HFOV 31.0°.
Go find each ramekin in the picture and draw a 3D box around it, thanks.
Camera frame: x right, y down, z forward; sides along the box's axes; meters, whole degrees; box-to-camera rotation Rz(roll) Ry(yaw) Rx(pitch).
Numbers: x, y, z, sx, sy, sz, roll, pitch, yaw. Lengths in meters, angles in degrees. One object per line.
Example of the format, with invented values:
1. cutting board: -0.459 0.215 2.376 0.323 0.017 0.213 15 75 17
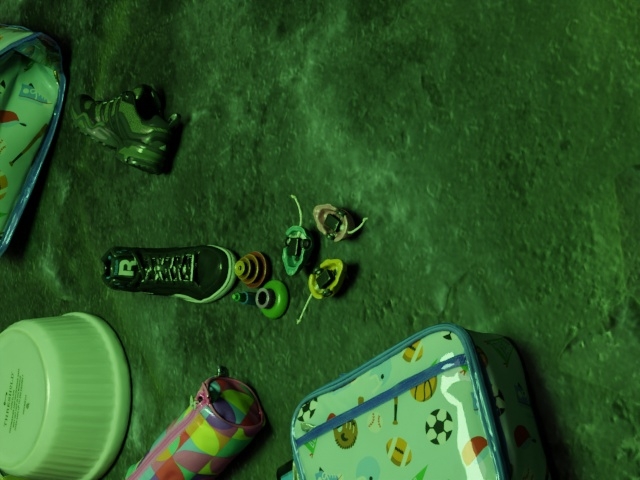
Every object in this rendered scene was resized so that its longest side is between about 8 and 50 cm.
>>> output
1. ramekin: -0.415 0.240 1.755 0.273 0.127 0.273 -8 78 45

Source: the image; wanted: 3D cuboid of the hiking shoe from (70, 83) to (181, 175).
1. hiking shoe: -0.287 -0.185 1.736 0.227 0.086 0.114 34 95 37

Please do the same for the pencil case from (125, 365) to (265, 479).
1. pencil case: -0.171 0.273 1.519 0.236 0.104 0.104 -52 51 28

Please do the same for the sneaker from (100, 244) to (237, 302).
1. sneaker: -0.223 0.045 1.590 0.217 0.121 0.079 -6 80 45

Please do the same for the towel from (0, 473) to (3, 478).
1. towel: -0.559 0.476 1.824 0.282 0.187 0.049 54 125 36

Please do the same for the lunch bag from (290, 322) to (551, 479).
1. lunch bag: 0.093 0.230 1.246 0.303 0.115 0.243 -32 60 37

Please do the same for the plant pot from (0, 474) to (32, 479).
1. plant pot: -0.479 0.419 1.830 0.081 0.081 0.083 -34 71 37

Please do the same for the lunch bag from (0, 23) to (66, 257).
1. lunch bag: -0.621 -0.198 1.969 0.328 0.239 0.385 19 82 46

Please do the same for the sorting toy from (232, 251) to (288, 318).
1. sorting toy: -0.086 0.060 1.503 0.061 0.042 0.102 -53 51 27

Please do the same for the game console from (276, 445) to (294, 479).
1. game console: -0.027 0.316 1.386 0.071 0.107 0.122 -22 66 11

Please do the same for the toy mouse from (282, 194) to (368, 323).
1. toy mouse: 0.000 0.000 1.432 0.161 0.031 0.143 -48 53 30
